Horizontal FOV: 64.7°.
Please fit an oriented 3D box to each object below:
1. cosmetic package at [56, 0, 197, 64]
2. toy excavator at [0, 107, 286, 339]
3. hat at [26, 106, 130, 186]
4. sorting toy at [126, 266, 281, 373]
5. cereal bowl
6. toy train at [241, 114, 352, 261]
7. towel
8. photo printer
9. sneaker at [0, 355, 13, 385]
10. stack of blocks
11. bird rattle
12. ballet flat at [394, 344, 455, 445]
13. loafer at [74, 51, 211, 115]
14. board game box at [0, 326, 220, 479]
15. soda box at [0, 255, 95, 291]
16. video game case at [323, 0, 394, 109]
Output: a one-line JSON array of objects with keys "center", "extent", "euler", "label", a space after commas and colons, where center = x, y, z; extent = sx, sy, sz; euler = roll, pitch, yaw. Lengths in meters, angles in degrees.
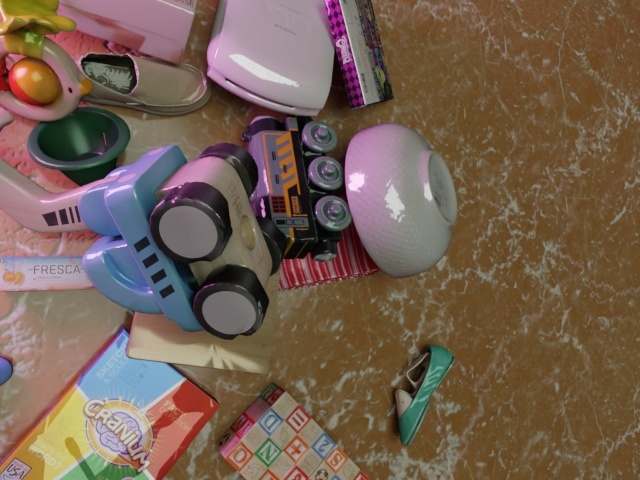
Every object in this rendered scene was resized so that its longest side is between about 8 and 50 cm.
[{"center": [-0.379, -0.455, 0.914], "extent": [0.296, 0.129, 0.153], "euler": [15, 53, -22], "label": "cosmetic package"}, {"center": [-0.327, -0.033, 0.793], "extent": [0.445, 0.222, 0.433], "euler": [-12, 118, 13], "label": "toy excavator"}, {"center": [-0.428, -0.120, 0.960], "extent": [0.173, 0.183, 0.208], "euler": [-22, 54, -21], "label": "hat"}, {"center": [-0.221, 0.117, 0.980], "extent": [0.257, 0.089, 0.255], "euler": [14, 69, -23], "label": "sorting toy"}, {"center": [0.198, -0.095, 1.082], "extent": [0.339, 0.141, 0.339], "euler": [28, 56, -51], "label": "cereal bowl"}, {"center": [-0.055, -0.113, 1.029], "extent": [0.190, 0.142, 0.334], "euler": [-1, 68, -22], "label": "toy train"}, {"center": [0.000, 0.000, 1.136], "extent": [0.275, 0.031, 0.199], "euler": [-9, 90, -23], "label": "towel"}, {"center": [-0.092, -0.406, 1.032], "extent": [0.256, 0.107, 0.307], "euler": [16, 63, -22], "label": "photo printer"}, {"center": [-0.627, 0.227, 0.826], "extent": [0.209, 0.082, 0.069], "euler": [4, 84, -25], "label": "sneaker"}, {"center": [-0.052, 0.468, 1.059], "extent": [0.171, 0.087, 0.297], "euler": [-45, 105, -19], "label": "stack of blocks"}, {"center": [-0.510, -0.283, 0.844], "extent": [0.253, 0.143, 0.207], "euler": [-29, 127, 15], "label": "bird rattle"}, {"center": [0.227, 0.356, 1.201], "extent": [0.087, 0.083, 0.247], "euler": [31, 74, 6], "label": "ballet flat"}, {"center": [-0.340, -0.301, 0.968], "extent": [0.268, 0.092, 0.102], "euler": [-5, 89, -24], "label": "loafer"}, {"center": [-0.382, 0.359, 0.933], "extent": [0.242, 0.064, 0.316], "euler": [44, 72, -16], "label": "board game box"}, {"center": [-0.476, 0.059, 0.911], "extent": [0.183, 0.058, 0.063], "euler": [1, 87, -24], "label": "soda box"}, {"center": [0.091, -0.414, 1.112], "extent": [0.210, 0.042, 0.232], "euler": [-38, 115, -59], "label": "video game case"}]
